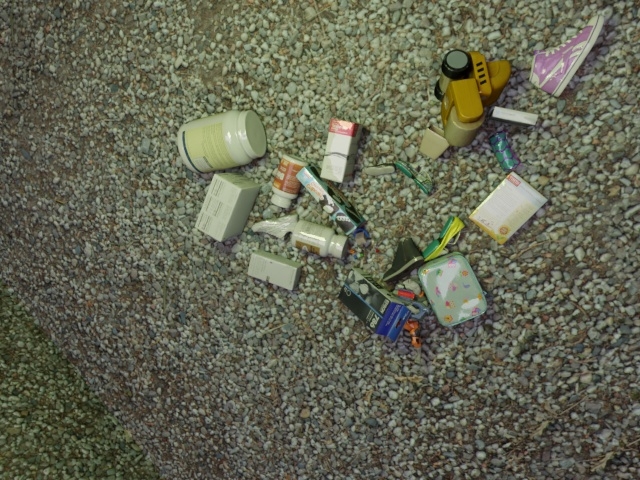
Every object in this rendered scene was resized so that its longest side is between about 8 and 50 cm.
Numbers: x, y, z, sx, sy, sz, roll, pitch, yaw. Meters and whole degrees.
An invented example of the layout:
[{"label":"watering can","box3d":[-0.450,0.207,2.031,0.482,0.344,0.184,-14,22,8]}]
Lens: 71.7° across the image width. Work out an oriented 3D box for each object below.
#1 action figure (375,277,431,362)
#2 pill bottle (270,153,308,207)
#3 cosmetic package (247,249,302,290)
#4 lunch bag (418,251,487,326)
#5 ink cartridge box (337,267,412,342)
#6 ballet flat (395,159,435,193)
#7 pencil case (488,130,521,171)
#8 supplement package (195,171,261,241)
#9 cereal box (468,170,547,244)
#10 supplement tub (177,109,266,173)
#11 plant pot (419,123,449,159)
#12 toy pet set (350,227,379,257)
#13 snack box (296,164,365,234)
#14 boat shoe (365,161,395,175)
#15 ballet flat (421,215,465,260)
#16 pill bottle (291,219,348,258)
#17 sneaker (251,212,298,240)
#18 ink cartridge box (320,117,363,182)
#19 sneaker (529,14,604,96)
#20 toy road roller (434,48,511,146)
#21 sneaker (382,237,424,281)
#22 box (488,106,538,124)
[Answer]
[{"label":"action figure","box3d":[0.342,0.314,1.918,0.341,0.178,0.330,21,102,42]},{"label":"pill bottle","box3d":[-0.140,-0.258,1.930,0.121,0.121,0.216,25,107,11]},{"label":"cosmetic package","box3d":[-0.211,0.134,2.058,0.231,0.085,0.117,17,107,14]},{"label":"lunch bag","box3d":[0.545,0.200,1.819,0.224,0.108,0.279,-25,96,10]},{"label":"ink cartridge box","box3d":[0.220,0.269,1.877,0.332,0.065,0.165,38,112,40]},{"label":"ballet flat","box3d":[0.390,-0.272,1.803,0.188,0.070,0.070,45,110,2]},{"label":"pencil case","box3d":[0.698,-0.340,1.683,0.070,0.064,0.152,-23,95,40]},{"label":"supplement package","box3d":[-0.411,-0.156,1.992,0.145,0.204,0.262,30,108,10]},{"label":"cereal box","box3d":[0.726,-0.126,1.729,0.173,0.047,0.240,42,110,5]},{"label":"supplement tub","box3d":[-0.423,-0.429,1.922,0.324,0.235,0.236,-8,99,19]},{"label":"plant pot","box3d":[0.448,-0.380,1.735,0.109,0.109,0.096,33,121,8]},{"label":"toy pet set","box3d":[0.182,0.006,1.933,0.122,0.065,0.114,-15,132,22]},{"label":"snack box","box3d":[0.048,-0.175,1.855,0.060,0.187,0.322,-42,88,20]},{"label":"boat shoe","box3d":[0.248,-0.302,1.845,0.125,0.038,0.046,-5,142,24]},{"label":"ballet flat","box3d":[0.506,0.008,1.817,0.077,0.077,0.231,31,108,-9]},{"label":"pill bottle","box3d":[0.000,0.000,1.937,0.229,0.131,0.131,18,106,13]},{"label":"sneaker","box3d":[-0.203,-0.050,2.015,0.232,0.090,0.115,-9,102,20]},{"label":"ink cartridge box","box3d":[0.087,-0.366,1.809,0.100,0.172,0.237,15,106,14]},{"label":"sneaker","box3d":[0.846,-0.668,1.550,0.161,0.102,0.282,33,109,11]},{"label":"toy road roller","box3d":[0.558,-0.518,1.587,0.240,0.202,0.330,-6,74,3]},{"label":"sneaker","box3d":[0.338,0.087,1.891,0.222,0.083,0.118,-41,56,36]},{"label":"box","box3d":[0.689,-0.442,1.599,0.145,0.186,0.038,16,106,14]}]
